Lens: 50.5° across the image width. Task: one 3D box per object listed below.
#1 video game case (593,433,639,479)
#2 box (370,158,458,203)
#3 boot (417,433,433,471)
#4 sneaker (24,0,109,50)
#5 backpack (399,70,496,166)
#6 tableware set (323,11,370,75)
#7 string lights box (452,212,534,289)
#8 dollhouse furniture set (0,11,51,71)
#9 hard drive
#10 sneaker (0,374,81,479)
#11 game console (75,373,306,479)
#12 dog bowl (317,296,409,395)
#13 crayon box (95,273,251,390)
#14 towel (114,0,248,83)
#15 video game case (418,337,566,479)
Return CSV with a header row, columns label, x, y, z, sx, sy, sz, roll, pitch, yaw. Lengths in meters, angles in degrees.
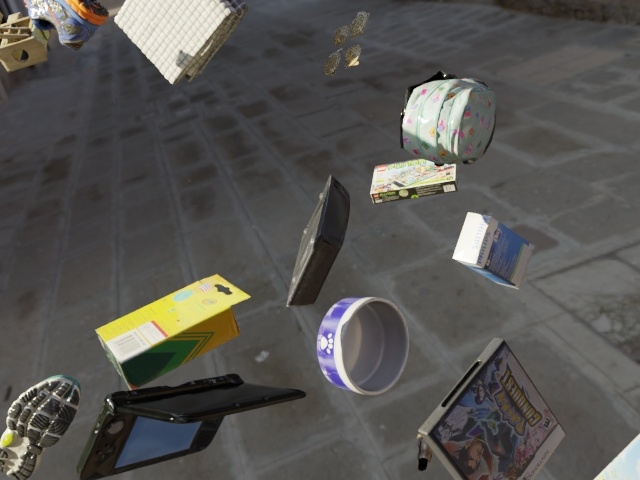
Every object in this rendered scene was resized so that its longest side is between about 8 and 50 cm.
label,x,y,z,sx,sy,sz,roll,pitch,yaw
video game case,0.419,0.371,0.822,0.212,0.023,0.193,44,100,22
box,0.230,-0.151,1.654,0.206,0.036,0.114,-9,41,19
boot,0.225,0.461,1.474,0.042,0.118,0.087,7,45,12
sneaker,-0.429,-0.373,1.045,0.221,0.087,0.083,40,16,19
backpack,0.195,-0.181,1.017,0.115,0.152,0.182,7,13,34
tableware set,0.066,-0.492,1.707,0.020,0.169,0.141,21,-12,-34
string lights box,0.474,0.031,1.839,0.076,0.259,0.133,15,82,45
dollhouse furniture set,-0.660,-0.492,1.469,0.101,0.161,0.182,-16,47,2
hard drive,0.000,0.000,1.228,0.054,0.172,0.255,22,27,-6
sneaker,-0.533,0.335,1.282,0.275,0.107,0.110,-48,15,27
game console,-0.088,0.135,0.474,0.071,0.107,0.122,38,19,33
dog bowl,0.119,0.287,1.870,0.104,0.265,0.265,-3,26,49
crayon box,-0.325,0.197,1.545,0.318,0.081,0.202,-26,26,-23
towel,-0.337,-0.554,1.666,0.283,0.235,0.121,-39,6,39
video game case,0.344,0.375,1.323,0.248,0.275,0.035,-44,20,-22
